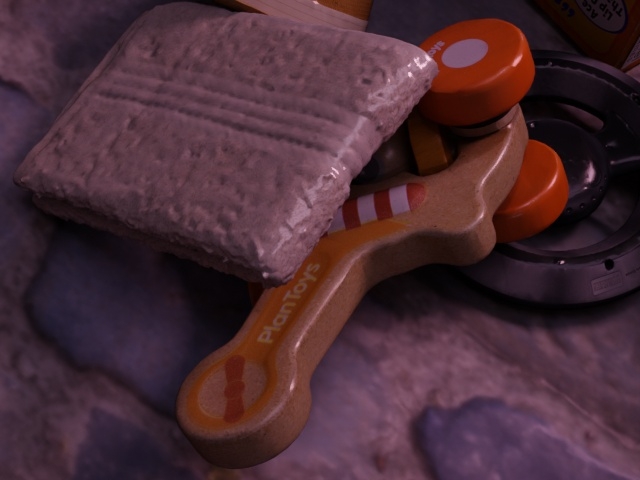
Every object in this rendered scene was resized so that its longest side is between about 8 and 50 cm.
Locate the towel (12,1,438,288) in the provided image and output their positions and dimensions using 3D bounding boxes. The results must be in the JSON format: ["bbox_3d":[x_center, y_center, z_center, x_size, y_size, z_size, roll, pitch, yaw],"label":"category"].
[{"bbox_3d":[-0.073,-0.072,0.960,0.282,0.049,0.187,18,67,43],"label":"towel"}]

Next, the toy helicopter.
[{"bbox_3d":[0.000,0.000,0.951,0.235,0.140,0.355,8,49,33],"label":"toy helicopter"}]

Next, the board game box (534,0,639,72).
[{"bbox_3d":[0.297,-0.429,1.155,0.356,0.356,0.356,-31,71,-26],"label":"board game box"}]

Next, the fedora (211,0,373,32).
[{"bbox_3d":[-0.020,-0.202,1.074,0.194,0.079,0.194,23,14,-6],"label":"fedora"}]

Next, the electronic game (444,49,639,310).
[{"bbox_3d":[0.174,-0.051,1.084,0.229,0.048,0.229,1,60,-1],"label":"electronic game"}]
